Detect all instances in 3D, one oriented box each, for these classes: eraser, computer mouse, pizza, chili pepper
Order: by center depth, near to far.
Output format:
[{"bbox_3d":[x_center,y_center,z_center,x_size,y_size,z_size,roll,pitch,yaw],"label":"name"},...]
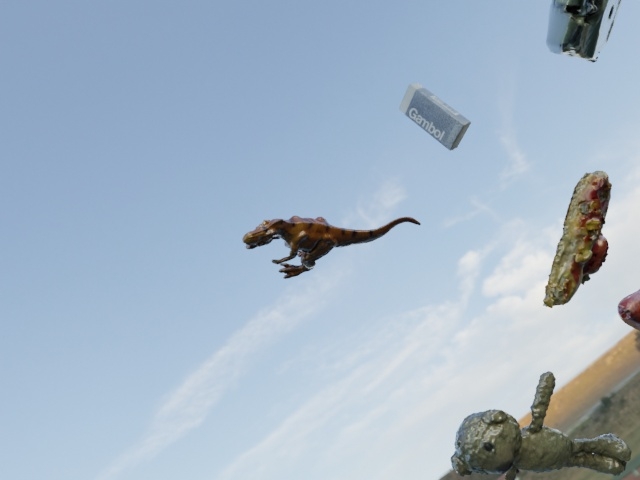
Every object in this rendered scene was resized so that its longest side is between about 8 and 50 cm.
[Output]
[{"bbox_3d":[0.426,0.070,0.650,0.272,0.063,0.071,-10,-87,-34],"label":"chili pepper"},{"bbox_3d":[0.608,-0.544,1.257,0.429,0.145,0.228,-29,-44,-54],"label":"computer mouse"},{"bbox_3d":[0.326,-0.358,1.543,0.046,0.212,0.092,-24,-31,-38],"label":"eraser"},{"bbox_3d":[0.757,0.050,1.568,0.406,0.130,0.440,-58,-33,-22],"label":"pizza"}]

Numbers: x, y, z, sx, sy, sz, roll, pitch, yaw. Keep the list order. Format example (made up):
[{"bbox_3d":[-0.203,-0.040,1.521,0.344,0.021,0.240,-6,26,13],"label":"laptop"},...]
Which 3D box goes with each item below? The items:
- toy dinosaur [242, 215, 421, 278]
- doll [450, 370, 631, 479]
[{"bbox_3d":[0.000,0.000,1.225,0.431,0.097,0.208,-6,-26,-32],"label":"toy dinosaur"},{"bbox_3d":[0.334,0.326,0.819,0.286,0.091,0.202,38,-74,-26],"label":"doll"}]
